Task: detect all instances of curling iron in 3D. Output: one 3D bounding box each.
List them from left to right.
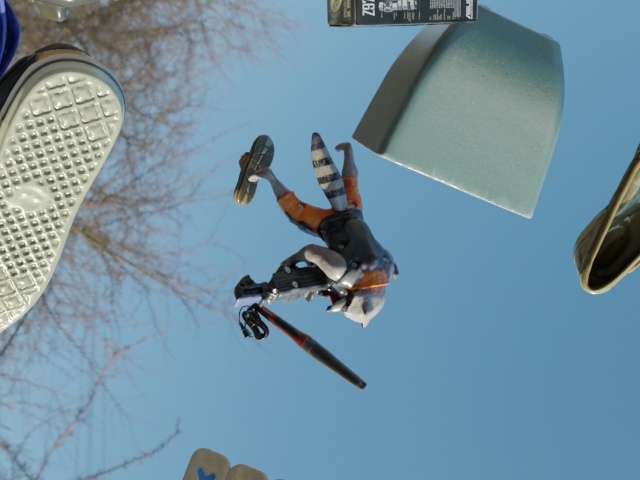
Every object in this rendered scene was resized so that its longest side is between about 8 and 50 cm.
[{"bbox_3d":[-0.034,0.200,1.584,0.068,0.274,0.035,-63,170,10],"label":"curling iron"}]

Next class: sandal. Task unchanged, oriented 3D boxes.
[{"bbox_3d":[-0.155,-0.157,1.863,0.049,0.072,0.180,8,-116,32],"label":"sandal"}]

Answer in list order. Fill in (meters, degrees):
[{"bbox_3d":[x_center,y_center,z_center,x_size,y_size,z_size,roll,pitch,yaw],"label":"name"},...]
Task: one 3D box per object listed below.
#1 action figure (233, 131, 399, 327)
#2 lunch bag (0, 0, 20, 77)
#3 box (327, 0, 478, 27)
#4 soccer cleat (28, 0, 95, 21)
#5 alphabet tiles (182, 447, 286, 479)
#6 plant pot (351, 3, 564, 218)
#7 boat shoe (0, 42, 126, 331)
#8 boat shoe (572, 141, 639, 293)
[{"bbox_3d":[0.000,0.000,1.480,0.330,0.341,0.178,63,-36,13],"label":"action figure"},{"bbox_3d":[-0.559,-0.345,1.072,0.239,0.328,0.385,-37,172,-24],"label":"lunch bag"},{"bbox_3d":[0.086,-0.318,0.903,0.077,0.147,0.180,-148,-127,-64],"label":"box"},{"bbox_3d":[-0.273,-0.308,0.727,0.116,0.143,0.331,-33,-129,-31],"label":"soccer cleat"},{"bbox_3d":[-0.134,0.423,1.094,0.284,0.021,0.278,17,-100,17],"label":"alphabet tiles"},{"bbox_3d":[0.223,-0.211,1.286,0.247,0.248,0.252,-118,-130,-75],"label":"plant pot"},{"bbox_3d":[-0.423,-0.047,1.130,0.500,0.187,0.156,-53,-144,18],"label":"boat shoe"},{"bbox_3d":[0.225,-0.030,0.577,0.153,0.056,0.048,-55,178,24],"label":"boat shoe"}]
